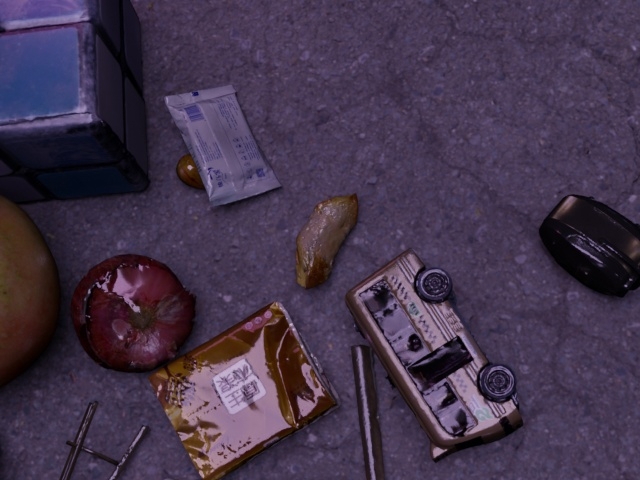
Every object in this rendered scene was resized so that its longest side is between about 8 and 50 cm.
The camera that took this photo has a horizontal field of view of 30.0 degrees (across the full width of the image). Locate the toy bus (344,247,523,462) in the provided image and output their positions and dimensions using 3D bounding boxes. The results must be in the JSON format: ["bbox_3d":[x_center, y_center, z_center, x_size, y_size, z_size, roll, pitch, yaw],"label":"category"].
[{"bbox_3d":[0.161,0.166,1.691,0.157,0.139,0.289,-32,74,1],"label":"toy bus"}]

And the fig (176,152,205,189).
[{"bbox_3d":[-0.185,-0.098,1.840,0.083,0.050,0.050,39,82,-9],"label":"fig"}]

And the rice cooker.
[{"bbox_3d":[0.398,0.006,1.723,0.165,0.112,0.106,31,74,11],"label":"rice cooker"}]

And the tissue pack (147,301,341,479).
[{"bbox_3d":[-0.108,0.218,1.727,0.226,0.092,0.183,-31,76,-1],"label":"tissue pack"}]

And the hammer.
[{"bbox_3d":[0.074,0.293,1.722,0.125,0.027,0.297,-6,75,6],"label":"hammer"}]

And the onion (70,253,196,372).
[{"bbox_3d":[-0.278,0.100,1.758,0.184,0.147,0.183,-5,111,-13],"label":"onion"}]

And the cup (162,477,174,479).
[{"bbox_3d":[-0.183,0.417,1.678,0.134,0.173,0.142,35,78,-19],"label":"cup"}]

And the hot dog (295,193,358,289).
[{"bbox_3d":[-0.001,-0.001,1.785,0.061,0.078,0.168,12,63,40],"label":"hot dog"}]

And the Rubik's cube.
[{"bbox_3d":[-0.439,-0.244,1.759,0.319,0.316,0.313,-5,75,3],"label":"Rubik's cube"}]

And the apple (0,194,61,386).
[{"bbox_3d":[-0.524,0.077,1.711,0.319,0.277,0.319,0,86,7],"label":"apple"}]

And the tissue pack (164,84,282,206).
[{"bbox_3d":[-0.150,-0.149,1.833,0.123,0.026,0.193,-16,74,-30],"label":"tissue pack"}]

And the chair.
[{"bbox_3d":[-0.347,0.341,1.714,0.104,0.095,0.221,18,78,21],"label":"chair"}]
